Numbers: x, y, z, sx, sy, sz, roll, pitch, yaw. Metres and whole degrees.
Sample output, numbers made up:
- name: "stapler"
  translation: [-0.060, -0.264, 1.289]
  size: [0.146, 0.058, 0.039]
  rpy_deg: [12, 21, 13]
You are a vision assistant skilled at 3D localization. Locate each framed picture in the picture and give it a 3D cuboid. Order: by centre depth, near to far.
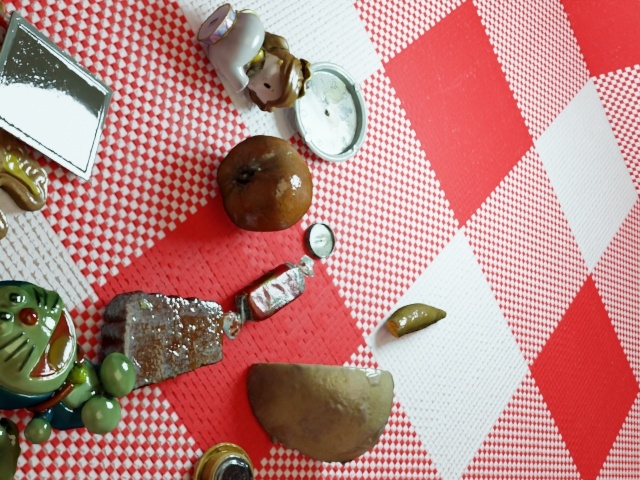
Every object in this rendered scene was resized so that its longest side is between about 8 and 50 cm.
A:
- name: "framed picture"
  translation: [-0.463, -0.239, 1.384]
  size: [0.252, 0.014, 0.197]
  rpy_deg: [40, 53, -55]

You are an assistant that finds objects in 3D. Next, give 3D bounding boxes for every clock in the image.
- name: "clock"
  translation: [0.000, 0.000, 1.841]
  size: [0.085, 0.017, 0.085]
  rpy_deg: [7, 79, -42]
- name: "clock"
  translation: [0.015, -0.295, 1.874]
  size: [0.236, 0.053, 0.236]
  rpy_deg: [5, 82, -41]

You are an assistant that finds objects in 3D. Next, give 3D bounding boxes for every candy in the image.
- name: "candy"
  translation: [-0.106, 0.113, 1.696]
  size: [0.292, 0.059, 0.086]
  rpy_deg: [-32, 102, -42]

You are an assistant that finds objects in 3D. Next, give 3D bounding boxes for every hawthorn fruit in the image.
- name: "hawthorn fruit"
  translation: [-0.092, -0.107, 1.667]
  size: [0.251, 0.200, 0.199]
  rpy_deg: [16, 73, -56]

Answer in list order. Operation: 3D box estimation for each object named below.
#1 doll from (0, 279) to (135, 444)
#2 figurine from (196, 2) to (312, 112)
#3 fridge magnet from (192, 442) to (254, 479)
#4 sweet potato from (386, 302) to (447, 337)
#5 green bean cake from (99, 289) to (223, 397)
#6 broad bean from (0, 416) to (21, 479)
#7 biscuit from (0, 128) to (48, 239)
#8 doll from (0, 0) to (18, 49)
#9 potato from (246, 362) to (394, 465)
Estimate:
- name: "doll"
  translation: [-0.456, 0.189, 1.263]
  size: [0.322, 0.186, 0.198]
  rpy_deg: [54, 32, -28]
- name: "figurine"
  translation: [-0.128, -0.375, 1.689]
  size: [0.263, 0.142, 0.189]
  rpy_deg: [37, 64, -31]
- name: "fridge magnet"
  translation: [-0.184, 0.467, 1.566]
  size: [0.143, 0.063, 0.143]
  rpy_deg: [9, 76, -39]
- name: "sweet potato"
  translation: [0.241, 0.188, 2.010]
  size: [0.244, 0.077, 0.077]
  rpy_deg: [-13, 93, -50]
- name: "green bean cake"
  translation: [-0.291, 0.196, 1.482]
  size: [0.233, 0.097, 0.198]
  rpy_deg: [7, 78, -43]
- name: "broad bean"
  translation: [-0.547, 0.368, 1.222]
  size: [0.228, 0.100, 0.169]
  rpy_deg: [-48, 110, -24]
- name: "biscuit"
  translation: [-0.571, -0.148, 1.305]
  size: [0.295, 0.044, 0.186]
  rpy_deg: [57, 48, -22]
- name: "doll"
  translation: [-0.550, -0.328, 1.323]
  size: [0.217, 0.085, 0.183]
  rpy_deg: [47, 42, -31]
- name: "potato"
  translation: [0.000, 0.358, 1.669]
  size: [0.264, 0.189, 0.211]
  rpy_deg: [18, 72, -41]
